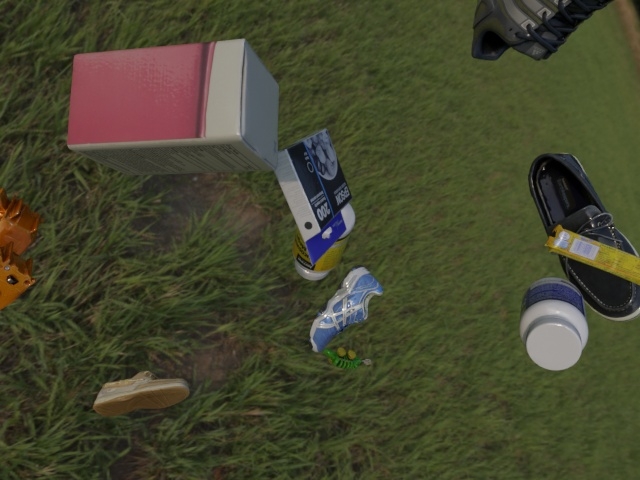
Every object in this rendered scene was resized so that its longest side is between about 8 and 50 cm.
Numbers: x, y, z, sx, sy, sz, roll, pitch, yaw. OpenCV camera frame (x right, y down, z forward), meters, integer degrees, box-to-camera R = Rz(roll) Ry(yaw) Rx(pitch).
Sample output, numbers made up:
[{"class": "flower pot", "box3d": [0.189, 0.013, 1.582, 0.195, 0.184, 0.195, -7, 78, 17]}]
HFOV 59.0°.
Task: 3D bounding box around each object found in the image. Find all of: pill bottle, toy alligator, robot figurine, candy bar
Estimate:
[{"class": "pill bottle", "box3d": [0.000, 0.000, 2.054, 0.187, 0.334, 0.188, 6, 53, -9]}, {"class": "toy alligator", "box3d": [0.088, 0.368, 1.713, 0.189, 0.056, 0.051, 22, 35, -31]}, {"class": "pill bottle", "box3d": [0.406, 0.145, 0.989, 0.112, 0.111, 0.186, 64, 26, -5]}, {"class": "robot figurine", "box3d": [-0.451, 0.070, 0.633, 0.085, 0.290, 0.211, 57, 0, -37]}, {"class": "candy bar", "box3d": [0.369, 0.022, 0.732, 0.161, 0.040, 0.018, 20, 8, -3]}]

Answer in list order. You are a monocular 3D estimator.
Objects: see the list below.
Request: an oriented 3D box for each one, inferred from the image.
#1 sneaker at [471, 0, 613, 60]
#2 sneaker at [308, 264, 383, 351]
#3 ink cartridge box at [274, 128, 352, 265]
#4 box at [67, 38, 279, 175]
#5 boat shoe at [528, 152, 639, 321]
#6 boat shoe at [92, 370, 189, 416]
[{"class": "sneaker", "box3d": [0.287, -0.279, 0.668, 0.111, 0.300, 0.122, 11, 95, -21]}, {"class": "sneaker", "box3d": [0.051, 0.156, 1.209, 0.081, 0.211, 0.080, 36, 4, 20]}, {"class": "ink cartridge box", "box3d": [-0.001, -0.086, 1.040, 0.209, 0.045, 0.206, 69, 26, -13]}, {"class": "box", "box3d": [-0.184, -0.165, 0.742, 0.148, 0.232, 0.127, 33, 57, -76]}, {"class": "boat shoe", "box3d": [0.685, -0.022, 1.492, 0.155, 0.186, 0.501, 12, 56, -47]}, {"class": "boat shoe", "box3d": [-0.305, 0.253, 0.969, 0.059, 0.169, 0.063, -95, 171, -45]}]
